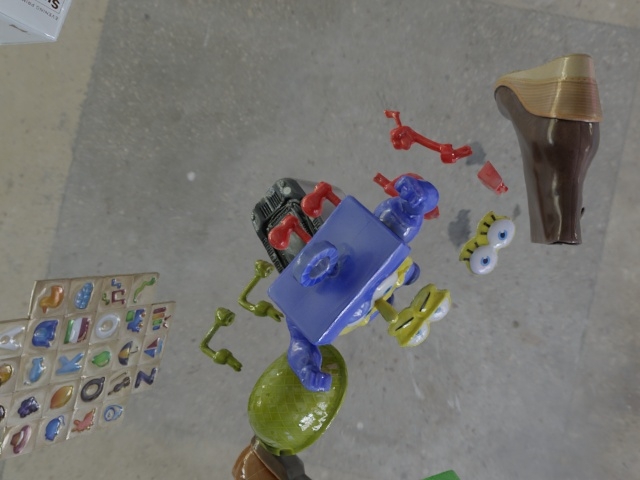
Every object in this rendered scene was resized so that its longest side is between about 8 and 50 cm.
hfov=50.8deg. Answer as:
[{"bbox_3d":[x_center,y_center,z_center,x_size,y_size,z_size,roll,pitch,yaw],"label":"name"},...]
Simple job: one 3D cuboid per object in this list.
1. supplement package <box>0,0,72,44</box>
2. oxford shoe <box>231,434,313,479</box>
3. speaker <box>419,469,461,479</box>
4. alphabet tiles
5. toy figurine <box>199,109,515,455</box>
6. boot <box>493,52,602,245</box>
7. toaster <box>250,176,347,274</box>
[{"bbox_3d":[-0.207,-0.229,0.355,0.194,0.149,0.203,15,84,46],"label":"supplement package"},{"bbox_3d":[-0.022,0.317,0.764,0.076,0.076,0.212,-50,60,4],"label":"oxford shoe"},{"bbox_3d":[0.223,0.538,1.097,0.131,0.131,0.296,-21,67,4],"label":"speaker"},{"bbox_3d":[-0.373,0.188,1.057,0.011,0.343,0.285,24,104,31],"label":"alphabet tiles"},{"bbox_3d":[-0.006,0.033,0.592,0.191,0.217,0.362,45,99,18],"label":"toy figurine"},{"bbox_3d":[0.259,-0.100,0.814,0.090,0.248,0.206,4,94,0],"label":"boot"},{"bbox_3d":[0.000,0.000,1.118,0.129,0.146,0.227,-46,65,32],"label":"toaster"}]
